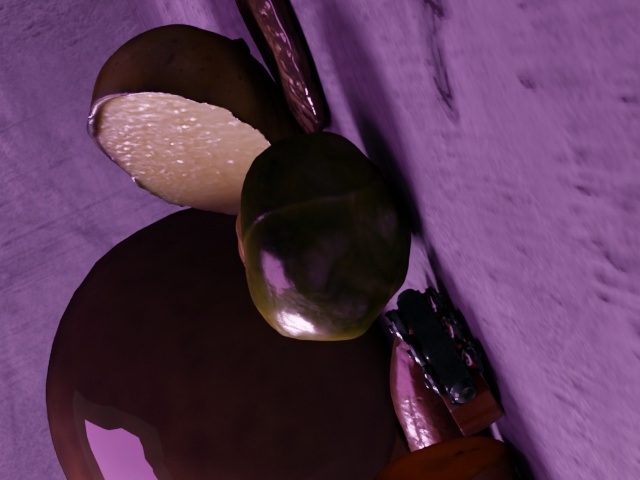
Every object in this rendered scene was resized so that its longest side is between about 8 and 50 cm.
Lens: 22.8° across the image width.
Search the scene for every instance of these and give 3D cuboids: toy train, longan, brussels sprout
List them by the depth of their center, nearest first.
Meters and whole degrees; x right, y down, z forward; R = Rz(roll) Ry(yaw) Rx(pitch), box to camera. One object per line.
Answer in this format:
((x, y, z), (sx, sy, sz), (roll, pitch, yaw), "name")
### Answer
((0.082, 0.077, 1.067), (0.103, 0.044, 0.064), (60, -177, 42), "toy train")
((0.004, 0.000, 1.084), (0.155, 0.118, 0.155), (-15, -90, -76), "brussels sprout")
((-0.102, 0.153, 1.607), (0.336, 0.404, 0.404), (23, -156, -37), "longan")

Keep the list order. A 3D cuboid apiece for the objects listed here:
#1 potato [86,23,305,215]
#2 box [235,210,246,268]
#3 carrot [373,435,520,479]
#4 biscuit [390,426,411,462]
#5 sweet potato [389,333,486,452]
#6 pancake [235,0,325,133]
((-0.096, -0.113, 1.354), (0.272, 0.160, 0.111), (42, -129, -60), "potato")
((-0.016, -0.007, 1.279), (0.105, 0.105, 0.037), (-121, 15, -48), "box")
((0.132, 0.291, 1.101), (0.139, 0.139, 0.301), (-150, 46, -80), "carrot")
((0.112, 0.329, 1.781), (0.312, 0.057, 0.351), (-133, 21, -74), "biscuit")
((0.097, 0.153, 1.186), (0.078, 0.058, 0.255), (-96, -13, -49), "sweet potato")
((-0.043, -0.172, 1.252), (0.199, 0.021, 0.199), (155, 90, -85), "pancake")
